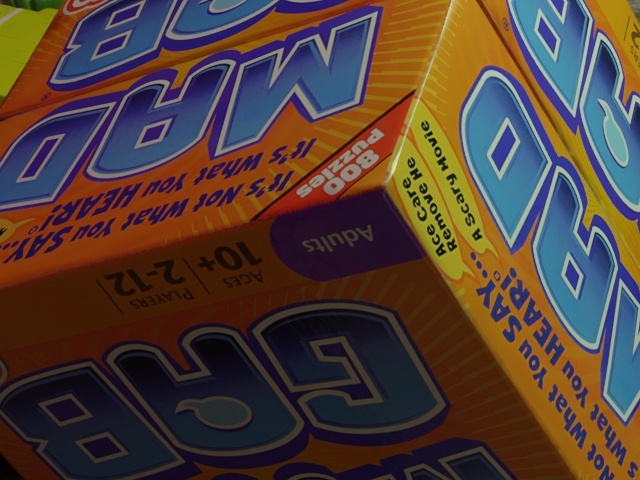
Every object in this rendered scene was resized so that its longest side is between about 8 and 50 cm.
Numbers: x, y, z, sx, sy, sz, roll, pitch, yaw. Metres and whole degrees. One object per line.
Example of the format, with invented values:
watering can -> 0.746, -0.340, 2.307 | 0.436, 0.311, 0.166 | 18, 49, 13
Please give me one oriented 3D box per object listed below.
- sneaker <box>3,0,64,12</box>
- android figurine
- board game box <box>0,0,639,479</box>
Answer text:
sneaker -> -0.151, -0.302, 2.199 | 0.483, 0.185, 0.202 | 8, 16, 19
android figurine -> -0.319, -0.172, 1.977 | 0.273, 0.056, 0.248 | 11, 36, 28
board game box -> 0.020, 0.012, 1.260 | 0.356, 0.356, 0.356 | -14, 36, 31
